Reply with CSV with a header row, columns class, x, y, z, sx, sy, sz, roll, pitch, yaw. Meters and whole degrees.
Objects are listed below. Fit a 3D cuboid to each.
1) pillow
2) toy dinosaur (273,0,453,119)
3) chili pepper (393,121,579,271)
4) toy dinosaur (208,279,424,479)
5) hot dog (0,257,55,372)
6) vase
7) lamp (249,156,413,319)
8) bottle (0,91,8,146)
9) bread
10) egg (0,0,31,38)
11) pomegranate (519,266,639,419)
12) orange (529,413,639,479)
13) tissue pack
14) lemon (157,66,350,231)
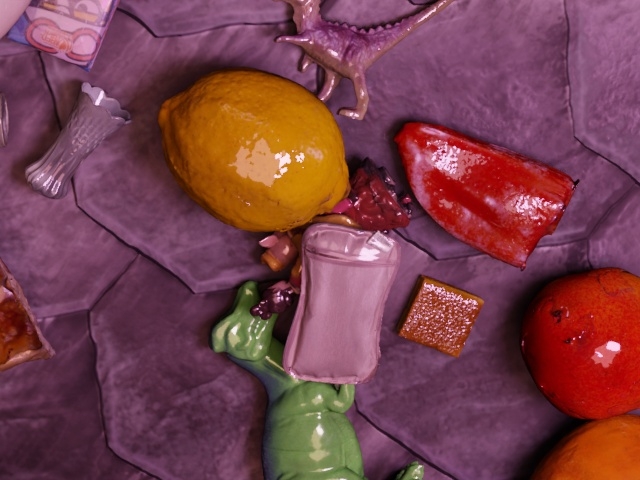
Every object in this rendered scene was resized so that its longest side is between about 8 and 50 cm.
class,x,y,z,sx,sy,sz,roll,pitch,yaw
pillow,0.027,0.085,1.811,0.130,0.038,0.233,7,115,-3
toy dinosaur,0.051,-0.257,1.810,0.251,0.072,0.200,11,94,1
chili pepper,0.202,-0.067,1.869,0.252,0.136,0.144,27,146,-2
toy dinosaur,-0.065,0.350,1.935,0.374,0.144,0.500,29,96,-8
hot dog,-0.576,0.075,1.754,0.365,0.196,0.367,-26,126,-8
vase,-0.317,-0.122,1.805,0.081,0.081,0.149,37,102,-14
lamp,0.000,0.000,1.857,0.253,0.118,0.118,-37,106,8
bottle,-0.501,-0.151,1.777,0.201,0.072,0.072,-2,106,-6
bread,0.166,0.104,1.940,0.094,0.035,0.090,21,102,-11
egg,-0.450,-0.321,1.681,0.286,0.174,0.264,-13,85,37
pomegranate,0.381,0.134,1.893,0.235,0.210,0.210,-14,112,-44
orange,0.411,0.370,1.929,0.283,0.226,0.284,-15,129,-20
tissue pack,-0.311,-0.305,1.757,0.115,0.065,0.155,22,102,-10
lemon,-0.081,-0.114,1.765,0.260,0.204,0.204,26,102,-2
